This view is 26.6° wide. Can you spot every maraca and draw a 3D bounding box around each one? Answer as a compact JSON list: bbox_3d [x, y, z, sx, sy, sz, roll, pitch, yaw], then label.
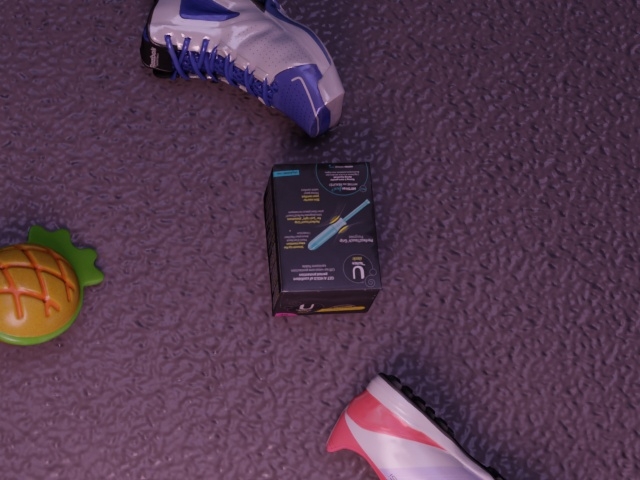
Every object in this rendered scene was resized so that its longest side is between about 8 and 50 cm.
[{"bbox_3d":[-0.326,0.050,1.551,0.127,0.099,0.186,38,42,1],"label":"maraca"}]

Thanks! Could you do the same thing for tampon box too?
[{"bbox_3d":[0.000,0.000,1.615,0.120,0.101,0.161,-1,70,-9],"label":"tampon box"}]

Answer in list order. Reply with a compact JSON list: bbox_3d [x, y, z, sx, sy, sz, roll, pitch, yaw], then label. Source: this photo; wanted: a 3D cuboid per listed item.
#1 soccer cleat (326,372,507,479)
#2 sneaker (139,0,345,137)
[{"bbox_3d":[0.149,0.294,1.539,0.318,0.108,0.116,44,91,5],"label":"soccer cleat"},{"bbox_3d":[-0.119,-0.234,1.685,0.182,0.127,0.315,-31,70,-15],"label":"sneaker"}]
